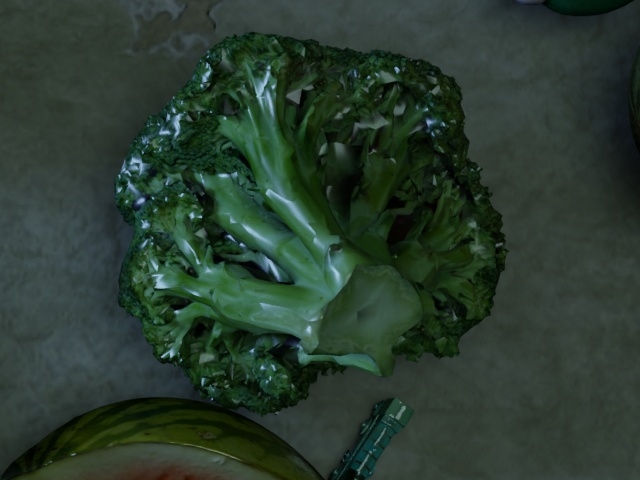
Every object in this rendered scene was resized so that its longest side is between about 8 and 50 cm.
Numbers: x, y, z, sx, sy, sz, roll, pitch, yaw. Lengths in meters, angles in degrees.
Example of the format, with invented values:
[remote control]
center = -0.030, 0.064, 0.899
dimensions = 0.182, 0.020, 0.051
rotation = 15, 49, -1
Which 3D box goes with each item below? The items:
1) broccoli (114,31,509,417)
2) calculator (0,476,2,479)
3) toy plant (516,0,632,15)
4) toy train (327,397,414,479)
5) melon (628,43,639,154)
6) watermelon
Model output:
[broccoli]
center = 0.000, 0.000, 1.374
dimensions = 0.308, 0.275, 0.307
rotation = -10, 117, -21
[calculator]
center = -0.254, 0.265, 1.389
dimensions = 0.295, 0.042, 0.184
rotation = 11, 82, -11
[toy plant]
center = 0.220, -0.308, 1.538
dimensions = 0.243, 0.112, 0.232
rotation = -30, 94, -21
[toy train]
center = 0.040, 0.163, 1.475
dimensions = 0.029, 0.045, 0.092
rotation = 36, 74, -6
[melon]
center = 0.388, -0.128, 1.498
dimensions = 0.302, 0.237, 0.237
rotation = -19, 89, -13
[watermelon]
center = -0.071, 0.188, 1.403
dimensions = 0.159, 0.128, 0.303
rotation = -40, 117, 21
